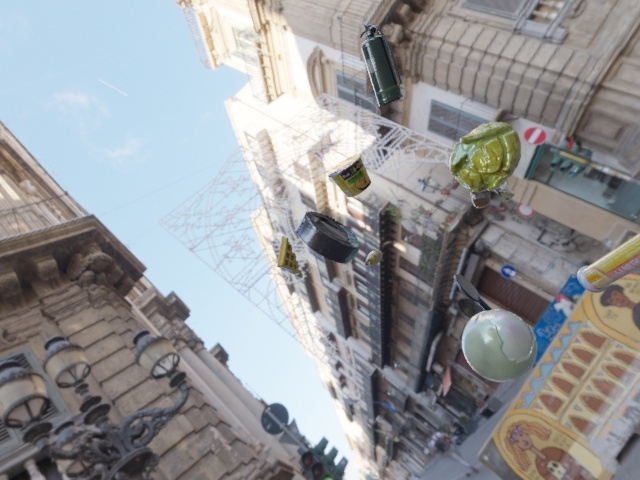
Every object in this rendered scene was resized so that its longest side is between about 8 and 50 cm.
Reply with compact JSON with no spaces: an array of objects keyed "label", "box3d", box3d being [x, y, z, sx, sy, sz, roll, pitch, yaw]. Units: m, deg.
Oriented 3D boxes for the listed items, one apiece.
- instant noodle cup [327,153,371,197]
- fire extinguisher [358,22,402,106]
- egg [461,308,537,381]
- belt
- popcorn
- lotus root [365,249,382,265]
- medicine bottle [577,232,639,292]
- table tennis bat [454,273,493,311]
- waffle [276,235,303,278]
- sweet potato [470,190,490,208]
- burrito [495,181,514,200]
[{"label":"instant noodle cup","box3d":[0.117,-0.245,1.563,0.151,0.151,0.122,-43,-67,-23]},{"label":"fire extinguisher","box3d":[0.206,-0.630,1.413,0.093,0.118,0.294,-26,-77,-28]},{"label":"egg","box3d":[0.714,0.414,1.616,0.278,0.278,0.336,-48,-33,-16]},{"label":"belt","box3d":[0.026,-0.009,1.233,0.078,0.198,0.151,-59,-6,24]},{"label":"popcorn","box3d":[0.606,-0.301,1.480,0.276,0.226,0.276,-29,-1,0]},{"label":"lotus root","box3d":[0.277,0.091,2.079,0.150,0.062,0.073,-28,-30,-48]},{"label":"medicine bottle","box3d":[1.032,0.041,1.327,0.108,0.108,0.426,-42,-18,-25]},{"label":"table tennis bat","box3d":[0.687,0.241,1.808,0.027,0.236,0.150,-47,-11,28]},{"label":"waffle","box3d":[-0.102,0.066,1.532,0.191,0.032,0.125,33,-120,-62]},{"label":"sweet potato","box3d":[0.734,-0.234,1.870,0.097,0.097,0.292,-56,-35,-1]},{"label":"burrito","box3d":[0.860,-0.291,1.949,0.060,0.226,0.087,-5,-30,-25]}]
